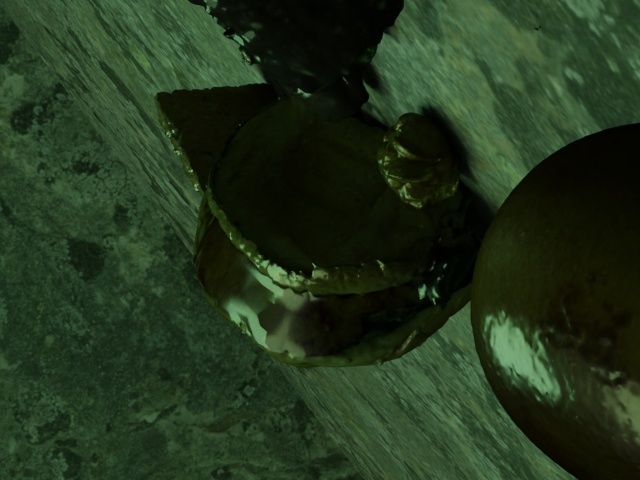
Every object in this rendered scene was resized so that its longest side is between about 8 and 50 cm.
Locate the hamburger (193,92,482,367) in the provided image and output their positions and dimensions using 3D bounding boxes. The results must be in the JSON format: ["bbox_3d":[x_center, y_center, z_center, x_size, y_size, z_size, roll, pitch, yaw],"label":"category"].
[{"bbox_3d":[0.000,0.000,1.336,0.309,0.211,0.132,43,163,44],"label":"hamburger"}]

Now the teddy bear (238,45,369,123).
[{"bbox_3d":[-0.027,-0.157,1.249,0.160,0.078,0.119,54,166,-15],"label":"teddy bear"}]

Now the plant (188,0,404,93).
[{"bbox_3d":[-0.043,-0.196,1.006,0.203,0.142,0.131,52,-173,-33],"label":"plant"}]

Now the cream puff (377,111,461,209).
[{"bbox_3d":[0.078,-0.062,1.212,0.058,0.083,0.083,-2,132,18],"label":"cream puff"}]

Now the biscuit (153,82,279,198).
[{"bbox_3d":[-0.061,-0.061,1.496,0.237,0.131,0.026,61,147,33],"label":"biscuit"}]

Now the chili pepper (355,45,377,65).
[{"bbox_3d":[-0.060,-0.240,1.139,0.279,0.065,0.122,54,-169,13],"label":"chili pepper"}]

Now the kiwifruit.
[{"bbox_3d":[0.184,0.041,0.735,0.196,0.196,0.234,56,169,-28],"label":"kiwifruit"}]
